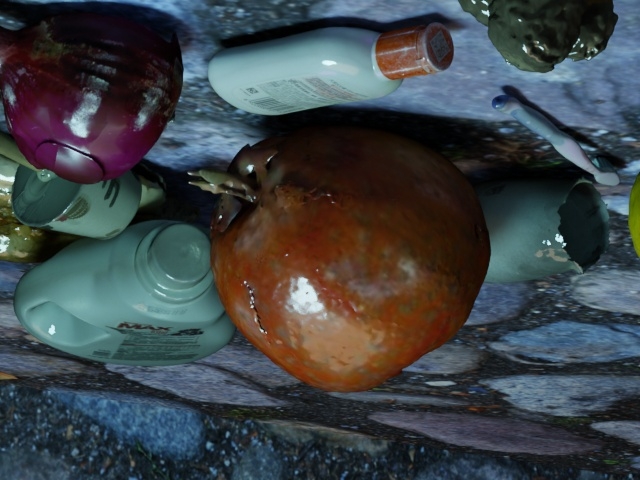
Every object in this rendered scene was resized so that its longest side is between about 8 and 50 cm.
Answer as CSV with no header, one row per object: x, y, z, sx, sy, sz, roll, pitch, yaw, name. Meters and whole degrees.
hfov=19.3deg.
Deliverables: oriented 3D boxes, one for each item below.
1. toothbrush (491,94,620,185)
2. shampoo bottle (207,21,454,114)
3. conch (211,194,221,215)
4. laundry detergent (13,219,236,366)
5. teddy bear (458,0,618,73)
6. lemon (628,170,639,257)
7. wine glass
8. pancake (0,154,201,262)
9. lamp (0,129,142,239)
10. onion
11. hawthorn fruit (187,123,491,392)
0.226,-0.095,1.791,0.021,0.027,0.269,-39,149,17,toothbrush
0.013,-0.148,1.598,0.221,0.051,0.108,-7,161,39,shampoo bottle
-0.052,-0.033,2.059,0.106,0.079,0.170,-3,168,-27,conch
-0.201,0.052,2.096,0.264,0.124,0.398,6,167,-12,laundry detergent
0.134,-0.195,1.233,0.177,0.140,0.190,46,-179,8,teddy bear
0.377,-0.027,1.727,0.170,0.170,0.207,16,159,-39,lemon
0.196,-0.011,1.968,0.204,0.111,0.111,-3,164,42,wine glass
-0.324,-0.039,2.121,0.382,0.071,0.382,2,168,0,pancake
-0.279,-0.077,1.865,0.121,0.121,0.215,-7,151,41,lamp
-0.222,-0.124,1.607,0.198,0.135,0.173,13,162,-22,onion
0.000,0.000,1.817,0.307,0.276,0.276,34,151,-34,hawthorn fruit
